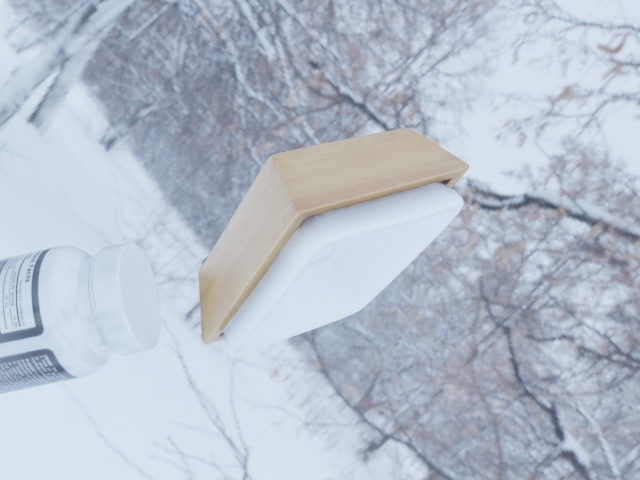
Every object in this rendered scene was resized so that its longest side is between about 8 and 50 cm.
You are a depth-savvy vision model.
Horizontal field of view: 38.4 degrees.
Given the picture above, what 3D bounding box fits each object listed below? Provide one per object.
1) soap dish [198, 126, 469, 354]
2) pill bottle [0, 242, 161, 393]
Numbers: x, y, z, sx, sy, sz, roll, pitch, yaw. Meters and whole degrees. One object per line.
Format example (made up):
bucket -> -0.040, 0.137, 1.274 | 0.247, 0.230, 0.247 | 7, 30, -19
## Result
soap dish -> 0.000, 0.000, 1.015 | 0.118, 0.228, 0.291 | 61, -36, 18
pill bottle -> -0.450, 0.125, 1.441 | 0.210, 0.362, 0.210 | -12, 90, -82
